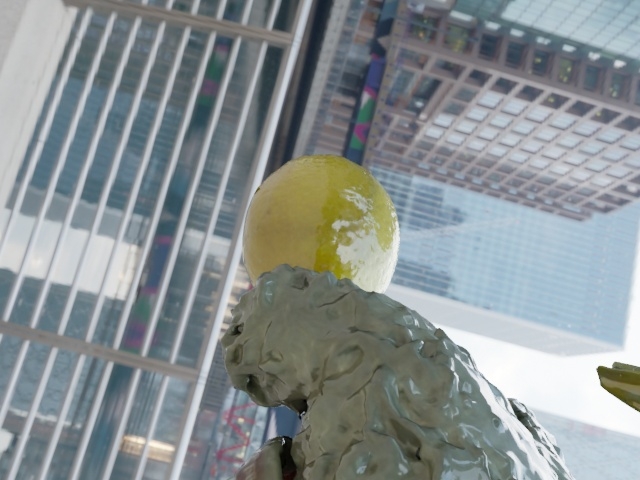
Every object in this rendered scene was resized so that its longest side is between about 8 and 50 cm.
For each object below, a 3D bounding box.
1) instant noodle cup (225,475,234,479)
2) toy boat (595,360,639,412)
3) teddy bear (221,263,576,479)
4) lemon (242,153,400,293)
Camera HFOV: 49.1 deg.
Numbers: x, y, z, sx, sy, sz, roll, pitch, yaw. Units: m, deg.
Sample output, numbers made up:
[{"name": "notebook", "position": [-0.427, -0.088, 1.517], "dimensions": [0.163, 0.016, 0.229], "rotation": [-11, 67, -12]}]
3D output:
[{"name": "instant noodle cup", "position": [-0.003, 0.359, 0.694], "dimensions": [0.312, 0.284, 0.284], "rotation": [69, 29, -54]}, {"name": "toy boat", "position": [0.223, 0.062, 0.336], "dimensions": [0.172, 0.065, 0.066], "rotation": [-14, -103, 41]}, {"name": "teddy bear", "position": [0.091, 0.219, 0.502], "dimensions": [0.225, 0.367, 0.357], "rotation": [-26, -139, 27]}, {"name": "lemon", "position": [0.001, -0.003, 1.019], "dimensions": [0.236, 0.236, 0.263], "rotation": [115, -9, -66]}]
